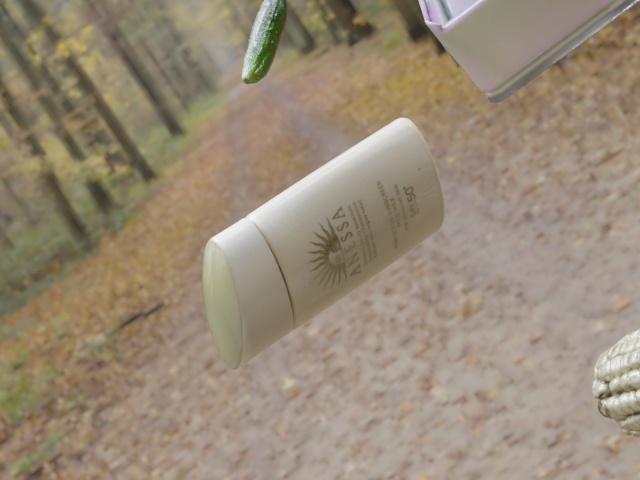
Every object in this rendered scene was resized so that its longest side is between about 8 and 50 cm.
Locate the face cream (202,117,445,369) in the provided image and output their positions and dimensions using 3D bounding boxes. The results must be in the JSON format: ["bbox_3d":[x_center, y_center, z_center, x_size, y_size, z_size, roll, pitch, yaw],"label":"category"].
[{"bbox_3d":[0.000,0.000,1.701,0.348,0.174,0.081,-33,35,-26],"label":"face cream"}]

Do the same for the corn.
[{"bbox_3d":[0.281,0.092,1.030,0.087,0.087,0.211,-38,-1,-27],"label":"corn"}]

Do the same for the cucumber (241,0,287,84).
[{"bbox_3d":[-0.065,-0.235,1.618,0.039,0.039,0.168,-27,36,41],"label":"cucumber"}]

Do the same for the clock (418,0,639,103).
[{"bbox_3d":[0.139,-0.175,0.910,0.147,0.071,0.192,-36,16,12],"label":"clock"}]
